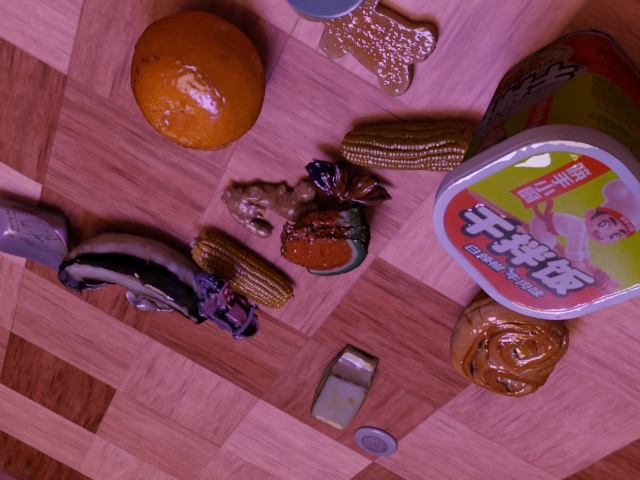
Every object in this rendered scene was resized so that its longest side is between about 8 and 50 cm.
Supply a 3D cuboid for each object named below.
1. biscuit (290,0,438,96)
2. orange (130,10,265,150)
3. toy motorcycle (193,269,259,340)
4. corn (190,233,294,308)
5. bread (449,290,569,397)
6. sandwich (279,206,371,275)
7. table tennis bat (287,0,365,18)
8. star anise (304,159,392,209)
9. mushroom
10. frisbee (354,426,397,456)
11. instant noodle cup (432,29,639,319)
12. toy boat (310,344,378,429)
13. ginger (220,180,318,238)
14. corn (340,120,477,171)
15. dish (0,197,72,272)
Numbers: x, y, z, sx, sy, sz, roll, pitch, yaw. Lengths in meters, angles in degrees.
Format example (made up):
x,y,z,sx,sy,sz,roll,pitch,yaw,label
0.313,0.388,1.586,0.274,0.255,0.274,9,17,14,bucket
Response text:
x,y,z,sx,sy,sz,roll,pitch,yaw,label
0.057,-0.320,1.166,0.234,0.030,0.153,31,135,-6,biscuit
-0.189,-0.249,1.237,0.219,0.193,0.219,17,127,25,orange
-0.184,0.132,1.586,0.118,0.084,0.212,27,154,23,toy motorcycle
-0.160,0.062,1.614,0.238,0.080,0.080,33,137,-14,corn
0.344,0.189,1.467,0.198,0.120,0.236,20,137,5,bread
0.008,-0.001,1.439,0.159,0.079,0.235,10,160,0,sandwich
-0.032,-0.392,1.107,0.237,0.038,0.149,13,112,17,table tennis bat
0.044,-0.093,1.355,0.167,0.057,0.168,26,171,4,star anise
-0.389,0.075,1.703,0.344,0.130,0.247,11,156,23,mushroom
0.135,0.495,1.947,0.110,0.014,0.110,14,136,14,frisbee
0.322,-0.103,1.050,0.293,0.308,0.294,13,136,12,instant noodle cup
0.045,0.350,1.797,0.111,0.084,0.276,24,137,-1,toy boat
-0.101,-0.062,1.481,0.176,0.053,0.193,22,139,-4,ginger
0.145,-0.151,1.263,0.231,0.080,0.080,5,134,28,corn
-0.644,-0.022,1.761,0.212,0.077,0.151,16,135,10,dish
